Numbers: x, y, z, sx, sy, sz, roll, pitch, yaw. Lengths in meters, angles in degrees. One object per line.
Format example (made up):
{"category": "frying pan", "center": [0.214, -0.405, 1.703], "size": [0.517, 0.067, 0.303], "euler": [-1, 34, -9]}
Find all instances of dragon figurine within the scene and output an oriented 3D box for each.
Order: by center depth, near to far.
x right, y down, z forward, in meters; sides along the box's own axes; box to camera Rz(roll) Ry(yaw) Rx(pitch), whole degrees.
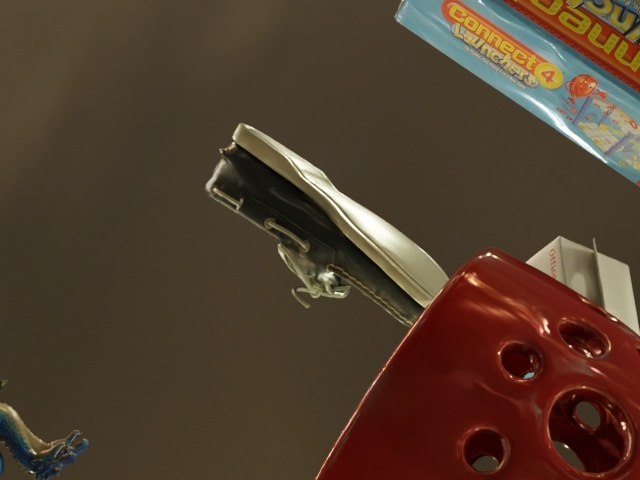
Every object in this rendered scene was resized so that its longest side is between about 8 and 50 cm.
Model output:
{"category": "dragon figurine", "center": [-0.431, 0.255, 1.389], "size": [0.289, 0.085, 0.144], "euler": [-17, -100, -7]}

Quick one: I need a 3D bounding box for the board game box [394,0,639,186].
{"category": "board game box", "center": [0.277, -0.231, 1.085], "size": [0.308, 0.086, 0.302], "euler": [35, -124, 5]}

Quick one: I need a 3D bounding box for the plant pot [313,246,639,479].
{"category": "plant pot", "center": [0.094, 0.123, 0.476], "size": [0.174, 0.191, 0.191], "euler": [31, -101, 17]}

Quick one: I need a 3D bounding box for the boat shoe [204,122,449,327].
{"category": "boat shoe", "center": [0.000, 0.000, 0.907], "size": [0.254, 0.095, 0.079], "euler": [39, -78, 28]}

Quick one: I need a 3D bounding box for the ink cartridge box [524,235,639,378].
{"category": "ink cartridge box", "center": [0.233, 0.071, 1.110], "size": [0.143, 0.090, 0.092], "euler": [-44, -145, 43]}
